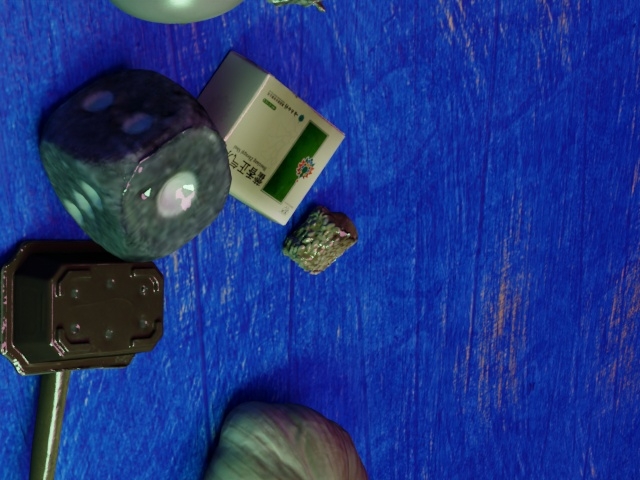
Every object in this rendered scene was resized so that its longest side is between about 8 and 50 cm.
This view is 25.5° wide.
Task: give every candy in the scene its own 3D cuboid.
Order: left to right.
[{"bbox_3d":[0.000,0.000,2.205,0.110,0.085,0.095,-49,149,6],"label":"candy"}]

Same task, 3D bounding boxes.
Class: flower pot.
[{"bbox_3d":[-0.303,0.089,1.884,0.251,0.084,0.179,-1,92,-47],"label":"flower pot"}]

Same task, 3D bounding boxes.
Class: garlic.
[{"bbox_3d":[-0.059,0.414,2.296,0.317,0.259,0.317,-33,140,-33],"label":"garlic"}]

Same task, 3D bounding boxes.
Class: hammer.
[{"bbox_3d":[-0.385,0.317,1.981,0.044,0.168,0.440,-6,112,-49],"label":"hammer"}]

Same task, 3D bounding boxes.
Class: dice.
[{"bbox_3d":[-0.234,-0.096,1.798,0.181,0.183,0.182,-38,140,-25],"label":"dice"}]

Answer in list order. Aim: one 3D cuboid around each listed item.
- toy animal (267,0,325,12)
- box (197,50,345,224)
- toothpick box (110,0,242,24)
[{"bbox_3d":[-0.027,-0.414,1.810,0.090,0.170,0.255,22,82,-58],"label":"toy animal"},{"bbox_3d":[-0.090,-0.140,1.996,0.168,0.095,0.212,-54,142,2],"label":"box"},{"bbox_3d":[-0.171,-0.398,1.642,0.229,0.229,0.316,-30,137,-30],"label":"toothpick box"}]
